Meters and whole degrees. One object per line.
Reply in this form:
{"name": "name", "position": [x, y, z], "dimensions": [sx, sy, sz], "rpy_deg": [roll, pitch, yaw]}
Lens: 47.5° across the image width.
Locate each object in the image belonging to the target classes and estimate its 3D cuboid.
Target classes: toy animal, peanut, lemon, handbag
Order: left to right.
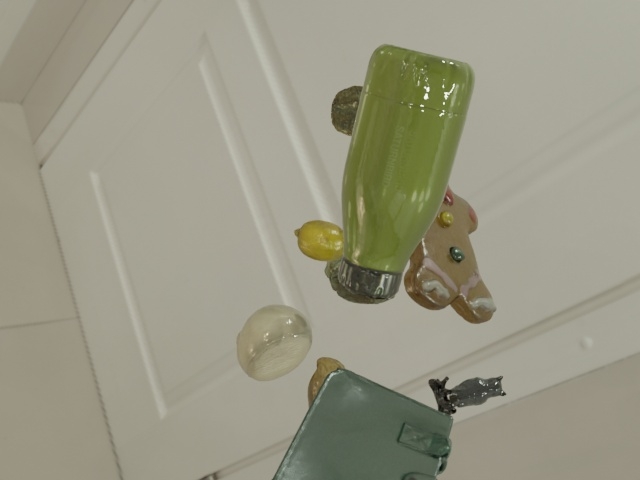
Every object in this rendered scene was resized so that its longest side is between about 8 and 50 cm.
{"name": "lemon", "position": [0.000, 0.000, 1.414], "dimensions": [0.110, 0.082, 0.082], "rpy_deg": [11, 40, 16]}
{"name": "peanut", "position": [0.018, 0.329, 1.494], "dimensions": [0.083, 0.194, 0.093], "rpy_deg": [-13, 27, -28]}
{"name": "handbag", "position": [0.063, 0.353, 1.109], "dimensions": [0.238, 0.089, 0.326], "rpy_deg": [19, 36, 13]}
{"name": "toy animal", "position": [0.430, 0.435, 2.112], "dimensions": [0.117, 0.209, 0.121], "rpy_deg": [22, 50, -73]}

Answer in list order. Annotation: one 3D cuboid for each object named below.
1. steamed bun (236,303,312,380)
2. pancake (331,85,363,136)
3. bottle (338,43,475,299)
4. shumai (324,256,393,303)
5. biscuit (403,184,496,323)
{"name": "steamed bun", "position": [-0.114, 0.231, 1.698], "dimensions": [0.177, 0.228, 0.131], "rpy_deg": [-17, 60, -21]}
{"name": "pancake", "position": [0.063, -0.253, 1.411], "dimensions": [0.017, 0.108, 0.108], "rpy_deg": [8, 57, -53]}
{"name": "bottle", "position": [0.079, -0.067, 0.771], "dimensions": [0.112, 0.260, 0.112], "rpy_deg": [13, 15, -3]}
{"name": "shumai", "position": [0.102, 0.063, 1.721], "dimensions": [0.184, 0.184, 0.142], "rpy_deg": [25, 62, -30]}
{"name": "biscuit", "position": [0.239, -0.052, 1.487], "dimensions": [0.282, 0.064, 0.432], "rpy_deg": [17, 55, -38]}
